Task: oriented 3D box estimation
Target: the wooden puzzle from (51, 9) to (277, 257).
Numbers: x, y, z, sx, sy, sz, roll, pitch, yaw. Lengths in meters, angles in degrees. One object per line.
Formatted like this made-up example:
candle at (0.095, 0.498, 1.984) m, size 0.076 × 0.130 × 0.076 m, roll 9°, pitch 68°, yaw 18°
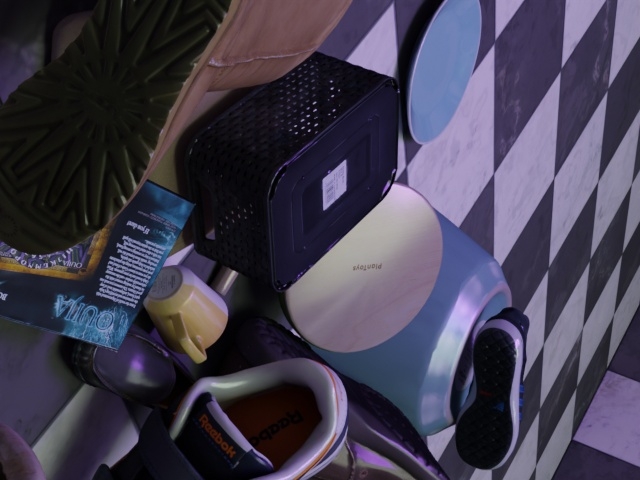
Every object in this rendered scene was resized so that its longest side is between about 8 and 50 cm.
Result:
wooden puzzle at (-0.118, -0.085, 0.889) m, size 0.239 × 0.044 × 0.220 m, roll -28°, pitch 134°, yaw -51°

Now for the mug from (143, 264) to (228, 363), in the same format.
mug at (-0.112, 0.056, 0.972) m, size 0.062 × 0.078 × 0.064 m, roll -49°, pitch 143°, yaw -16°

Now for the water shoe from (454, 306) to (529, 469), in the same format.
water shoe at (0.209, 0.173, 1.347) m, size 0.080 × 0.073 × 0.203 m, roll -39°, pitch 143°, yaw -52°

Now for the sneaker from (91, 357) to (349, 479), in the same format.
sneaker at (-0.114, 0.200, 0.938) m, size 0.321 × 0.126 × 0.127 m, roll -39°, pitch 161°, yaw -18°

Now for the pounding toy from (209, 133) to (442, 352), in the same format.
pounding toy at (0.000, 0.000, 1.164) m, size 0.237 × 0.110 × 0.183 m, roll 28°, pitch 95°, yaw -37°

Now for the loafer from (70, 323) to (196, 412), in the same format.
loafer at (-0.143, 0.105, 0.954) m, size 0.062 × 0.061 × 0.170 m, roll -66°, pitch 156°, yaw -8°

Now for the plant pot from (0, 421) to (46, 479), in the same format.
plant pot at (-0.230, 0.272, 0.641) m, size 0.334 × 0.334 × 0.305 m, roll -40°, pitch 132°, yaw -48°

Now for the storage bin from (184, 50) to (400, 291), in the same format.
storage bin at (-0.018, -0.059, 0.948) m, size 0.180 × 0.084 × 0.122 m, roll -44°, pitch 146°, yaw -38°

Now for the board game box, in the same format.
board game box at (-0.175, -0.001, 0.788) m, size 0.186 × 0.026 × 0.126 m, roll 29°, pitch 90°, yaw -55°

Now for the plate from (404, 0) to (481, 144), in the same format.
plate at (0.136, -0.203, 1.353) m, size 0.188 × 0.024 × 0.188 m, roll -47°, pitch 149°, yaw -40°

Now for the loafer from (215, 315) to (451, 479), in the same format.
loafer at (0.010, 0.212, 1.213) m, size 0.130 × 0.134 × 0.366 m, roll -45°, pitch 123°, yaw 6°

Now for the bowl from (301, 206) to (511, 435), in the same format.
bowl at (0.119, 0.107, 1.395) m, size 0.311 × 0.163 × 0.311 m, roll -45°, pitch 146°, yaw -43°

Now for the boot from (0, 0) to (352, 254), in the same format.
boot at (-0.080, -0.107, 0.758) m, size 0.236 × 0.089 × 0.269 m, roll -46°, pitch 178°, yaw 19°
